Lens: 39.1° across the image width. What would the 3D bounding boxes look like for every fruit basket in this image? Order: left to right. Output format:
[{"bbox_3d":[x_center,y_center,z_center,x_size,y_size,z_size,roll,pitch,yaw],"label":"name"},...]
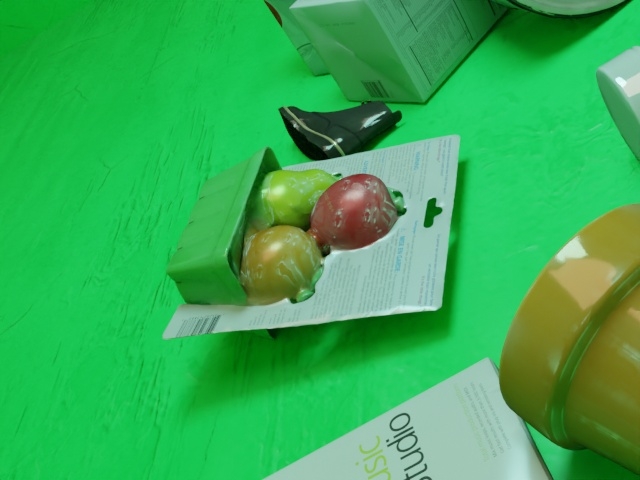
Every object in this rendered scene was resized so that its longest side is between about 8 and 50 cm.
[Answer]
[{"bbox_3d":[0.000,0.000,1.152,0.352,0.165,0.327,-5,41,17],"label":"fruit basket"}]

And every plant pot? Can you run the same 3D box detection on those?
[{"bbox_3d":[0.275,0.104,0.684,0.205,0.205,0.188,-42,47,-10],"label":"plant pot"}]

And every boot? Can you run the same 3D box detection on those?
[{"bbox_3d":[0.029,-0.188,1.427,0.137,0.077,0.198,-36,44,-9],"label":"boot"}]

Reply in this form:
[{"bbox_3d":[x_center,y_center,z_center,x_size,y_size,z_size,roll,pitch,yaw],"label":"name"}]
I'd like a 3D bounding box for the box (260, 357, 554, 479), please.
[{"bbox_3d":[0.054,0.263,0.793,0.322,0.058,0.232,-31,31,9],"label":"box"}]

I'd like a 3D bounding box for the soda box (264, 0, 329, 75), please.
[{"bbox_3d":[-0.032,-0.433,1.595,0.098,0.286,0.091,2,49,46],"label":"soda box"}]

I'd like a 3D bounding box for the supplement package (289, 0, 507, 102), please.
[{"bbox_3d":[0.135,-0.381,1.449,0.263,0.198,0.199,-49,33,-20],"label":"supplement package"}]

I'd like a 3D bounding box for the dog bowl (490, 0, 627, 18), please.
[{"bbox_3d":[0.319,-0.521,1.295,0.408,0.408,0.150,-41,18,-9],"label":"dog bowl"}]

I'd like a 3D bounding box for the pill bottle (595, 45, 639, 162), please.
[{"bbox_3d":[0.444,-0.192,0.927,0.283,0.161,0.161,-29,32,10],"label":"pill bottle"}]
